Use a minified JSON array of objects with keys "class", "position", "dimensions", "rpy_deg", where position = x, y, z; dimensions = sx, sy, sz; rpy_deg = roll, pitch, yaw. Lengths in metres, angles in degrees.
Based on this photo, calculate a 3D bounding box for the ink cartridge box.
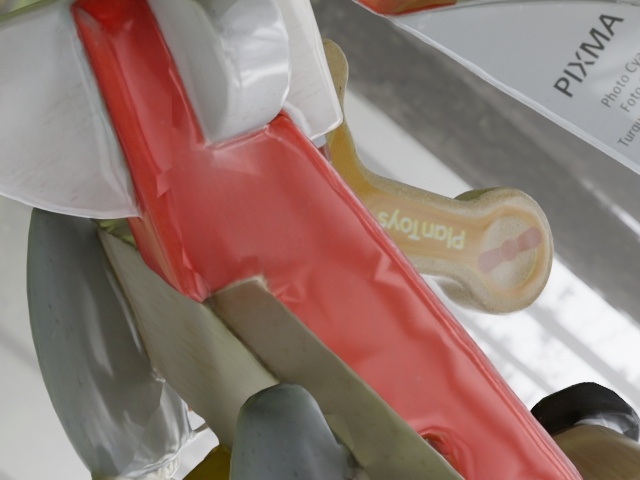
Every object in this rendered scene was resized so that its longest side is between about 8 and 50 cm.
[{"class":"ink cartridge box","position":[0.130,-0.166,1.080],"dimensions":[0.091,0.385,0.308],"rpy_deg":[-56,-176,22]}]

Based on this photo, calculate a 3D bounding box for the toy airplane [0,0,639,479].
[{"class":"toy airplane","position":[-0.031,0.072,0.730],"dimensions":[0.272,0.384,0.386],"rpy_deg":[-43,159,-5]}]

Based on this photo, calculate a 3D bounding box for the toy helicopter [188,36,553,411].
[{"class":"toy helicopter","position":[0.000,0.000,1.108],"dimensions":[0.140,0.355,0.235],"rpy_deg":[-4,-104,54]}]
